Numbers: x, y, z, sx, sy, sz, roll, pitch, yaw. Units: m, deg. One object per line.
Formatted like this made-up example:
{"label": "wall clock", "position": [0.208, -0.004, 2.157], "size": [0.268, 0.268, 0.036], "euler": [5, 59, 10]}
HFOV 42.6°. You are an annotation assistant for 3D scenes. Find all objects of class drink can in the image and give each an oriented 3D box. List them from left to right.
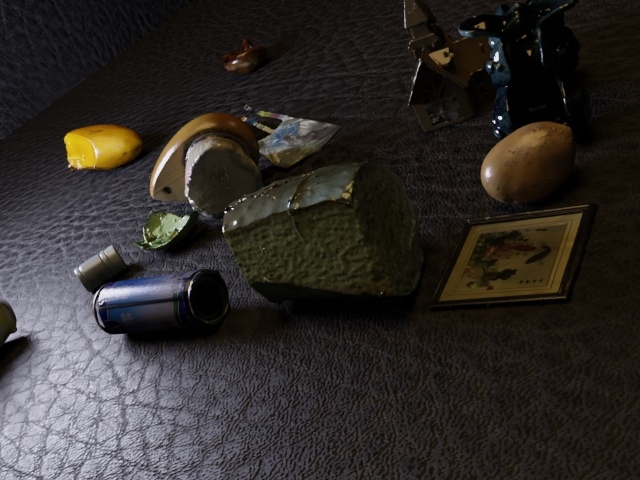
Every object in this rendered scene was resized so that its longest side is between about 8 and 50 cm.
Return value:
{"label": "drink can", "position": [-0.269, 0.105, 1.377], "size": [0.235, 0.097, 0.097], "euler": [-9, 33, 34]}

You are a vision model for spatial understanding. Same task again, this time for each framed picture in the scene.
{"label": "framed picture", "position": [0.259, 0.022, 1.107], "size": [0.195, 0.010, 0.199], "euler": [-7, 35, 36]}

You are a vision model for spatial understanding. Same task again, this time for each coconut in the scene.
{"label": "coconut", "position": [-0.313, -0.018, 1.668], "size": [0.133, 0.055, 0.158], "euler": [-45, 29, -18]}

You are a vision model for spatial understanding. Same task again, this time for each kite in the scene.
{"label": "kite", "position": [-0.112, -0.235, 1.819], "size": [0.310, 0.015, 0.169], "euler": [20, 53, 40]}

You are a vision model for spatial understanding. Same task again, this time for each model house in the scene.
{"label": "model house", "position": [0.224, -0.362, 1.530], "size": [0.176, 0.248, 0.181], "euler": [-17, 31, 23]}

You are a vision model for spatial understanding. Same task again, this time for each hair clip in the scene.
{"label": "hair clip", "position": [0.350, -0.294, 1.340], "size": [0.194, 0.206, 0.310], "euler": [-17, 30, 21]}

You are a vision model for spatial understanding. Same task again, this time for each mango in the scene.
{"label": "mango", "position": [-0.598, -0.257, 2.268], "size": [0.252, 0.126, 0.154], "euler": [-3, 16, 26]}

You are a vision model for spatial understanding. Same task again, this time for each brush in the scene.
{"label": "brush", "position": [-0.248, -0.134, 1.700], "size": [0.267, 0.174, 0.166], "euler": [-29, 36, 19]}

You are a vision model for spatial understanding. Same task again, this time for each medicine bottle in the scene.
{"label": "medicine bottle", "position": [-0.445, 0.057, 1.663], "size": [0.091, 0.058, 0.058], "euler": [-34, 28, -9]}

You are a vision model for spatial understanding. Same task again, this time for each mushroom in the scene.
{"label": "mushroom", "position": [-0.221, -0.547, 2.451], "size": [0.135, 0.080, 0.170], "euler": [-6, 33, 15]}

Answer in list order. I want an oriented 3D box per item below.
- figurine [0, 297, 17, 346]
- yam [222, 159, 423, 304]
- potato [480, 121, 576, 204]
{"label": "figurine", "position": [-0.677, 0.193, 1.594], "size": [0.184, 0.128, 0.208], "euler": [-34, 36, -14]}
{"label": "yam", "position": [0.001, -0.004, 1.215], "size": [0.271, 0.202, 0.201], "euler": [-13, 13, 31]}
{"label": "potato", "position": [0.304, -0.114, 1.199], "size": [0.147, 0.112, 0.112], "euler": [-28, 27, 18]}
